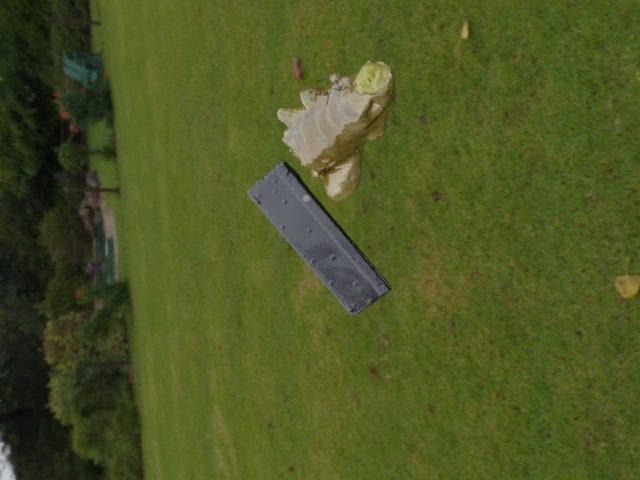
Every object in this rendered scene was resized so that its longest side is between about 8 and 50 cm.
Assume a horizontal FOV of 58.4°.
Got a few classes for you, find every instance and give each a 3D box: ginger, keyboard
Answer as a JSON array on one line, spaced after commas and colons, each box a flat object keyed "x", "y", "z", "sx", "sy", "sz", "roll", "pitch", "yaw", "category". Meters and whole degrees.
[{"x": 0.017, "y": -0.136, "z": 0.660, "sx": 0.115, "sy": 0.081, "sz": 0.205, "roll": 54, "pitch": 146, "yaw": 20, "category": "ginger"}, {"x": 0.000, "y": 0.000, "z": 0.776, "sx": 0.072, "sy": 0.231, "sz": 0.023, "roll": -37, "pitch": 12, "yaw": 15, "category": "keyboard"}]
